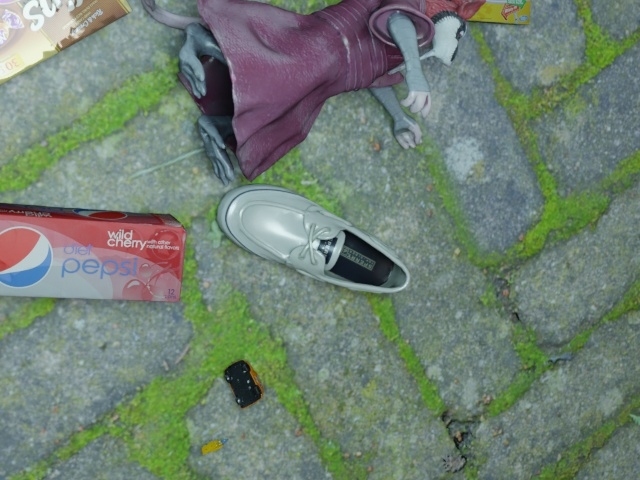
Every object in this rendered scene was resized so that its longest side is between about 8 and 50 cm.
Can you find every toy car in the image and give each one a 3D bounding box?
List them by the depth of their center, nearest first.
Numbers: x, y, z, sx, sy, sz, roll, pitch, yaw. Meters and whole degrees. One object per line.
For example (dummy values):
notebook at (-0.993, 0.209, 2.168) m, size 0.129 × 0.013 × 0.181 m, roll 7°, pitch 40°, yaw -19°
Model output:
toy car at (-0.116, 0.207, 1.119) m, size 0.122 × 0.060 × 0.040 m, roll -49°, pitch 161°, yaw 10°

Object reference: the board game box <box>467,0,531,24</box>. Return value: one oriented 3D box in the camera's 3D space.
board game box at (0.203, -0.334, 1.144) m, size 0.154 × 0.026 × 0.103 m, roll -3°, pitch 102°, yaw -24°

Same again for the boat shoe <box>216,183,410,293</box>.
boat shoe at (0.000, 0.000, 1.090) m, size 0.258 × 0.084 × 0.095 m, roll 17°, pitch 94°, yaw -26°

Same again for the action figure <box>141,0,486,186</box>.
action figure at (0.015, -0.221, 1.025) m, size 0.370 × 0.248 × 0.275 m, roll -29°, pitch 84°, yaw -15°

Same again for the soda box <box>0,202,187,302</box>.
soda box at (-0.284, 0.012, 0.965) m, size 0.263 × 0.083 × 0.092 m, roll 4°, pitch 99°, yaw -24°

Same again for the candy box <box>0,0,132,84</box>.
candy box at (-0.304, -0.241, 0.921) m, size 0.187 × 0.053 × 0.109 m, roll -33°, pitch 112°, yaw -14°
